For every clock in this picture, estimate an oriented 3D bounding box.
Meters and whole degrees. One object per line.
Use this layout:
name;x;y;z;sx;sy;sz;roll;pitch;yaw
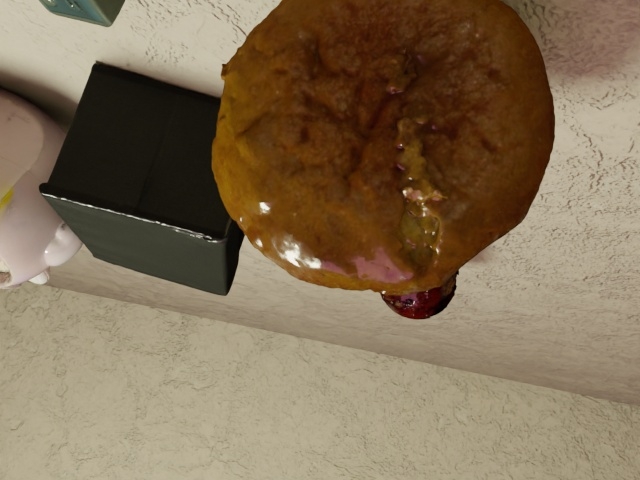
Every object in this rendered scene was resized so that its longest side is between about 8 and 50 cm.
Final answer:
clock;-0.561;-0.078;1.105;0.368;0.250;0.376;29;148;-7

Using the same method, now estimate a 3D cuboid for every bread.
bread;0.057;-0.095;0.623;0.312;0.312;0.172;10;178;12

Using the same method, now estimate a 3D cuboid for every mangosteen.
mangosteen;0.164;0.056;1.214;0.180;0.166;0.166;33;175;34

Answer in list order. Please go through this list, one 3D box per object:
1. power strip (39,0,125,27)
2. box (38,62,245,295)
power strip;-0.295;-0.300;0.623;0.145;0.061;0.215;16;163;16
box;-0.232;-0.073;1.010;0.251;0.204;0.345;16;162;-4
